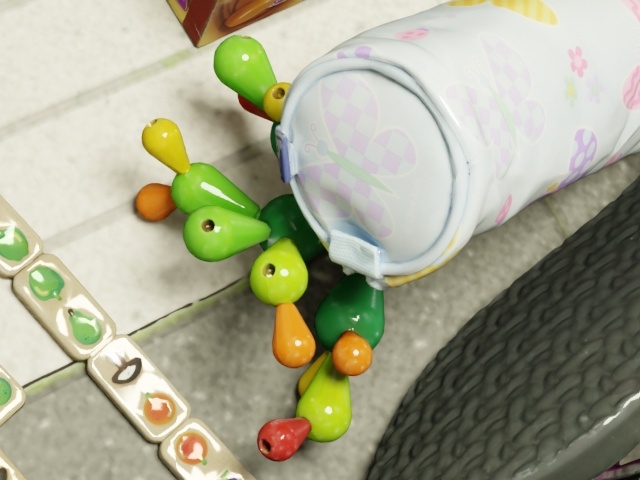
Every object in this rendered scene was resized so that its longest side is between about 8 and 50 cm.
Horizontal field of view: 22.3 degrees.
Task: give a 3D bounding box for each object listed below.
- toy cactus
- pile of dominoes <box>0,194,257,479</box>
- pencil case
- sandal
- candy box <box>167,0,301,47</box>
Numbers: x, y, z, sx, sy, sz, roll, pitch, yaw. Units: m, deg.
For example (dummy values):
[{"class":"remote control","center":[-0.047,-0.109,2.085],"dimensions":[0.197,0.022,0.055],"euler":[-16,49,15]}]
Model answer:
[{"class":"toy cactus","center":[0.000,0.000,0.866],"dimensions":[0.180,0.112,0.219],"euler":[-8,71,-38]},{"class":"pile of dominoes","center":[-0.174,0.095,0.802],"dimensions":[0.196,0.040,0.251],"euler":[-41,87,-24]},{"class":"pencil case","center":[0.101,-0.070,0.847],"dimensions":[0.273,0.113,0.124],"euler":[-28,118,-46]},{"class":"sandal","center":[0.209,0.029,0.874],"dimensions":[0.446,0.167,0.107],"euler":[-41,109,-21]},{"class":"candy box","center":[0.007,-0.184,0.908],"dimensions":[0.187,0.109,0.053],"euler":[-29,82,-22]}]
